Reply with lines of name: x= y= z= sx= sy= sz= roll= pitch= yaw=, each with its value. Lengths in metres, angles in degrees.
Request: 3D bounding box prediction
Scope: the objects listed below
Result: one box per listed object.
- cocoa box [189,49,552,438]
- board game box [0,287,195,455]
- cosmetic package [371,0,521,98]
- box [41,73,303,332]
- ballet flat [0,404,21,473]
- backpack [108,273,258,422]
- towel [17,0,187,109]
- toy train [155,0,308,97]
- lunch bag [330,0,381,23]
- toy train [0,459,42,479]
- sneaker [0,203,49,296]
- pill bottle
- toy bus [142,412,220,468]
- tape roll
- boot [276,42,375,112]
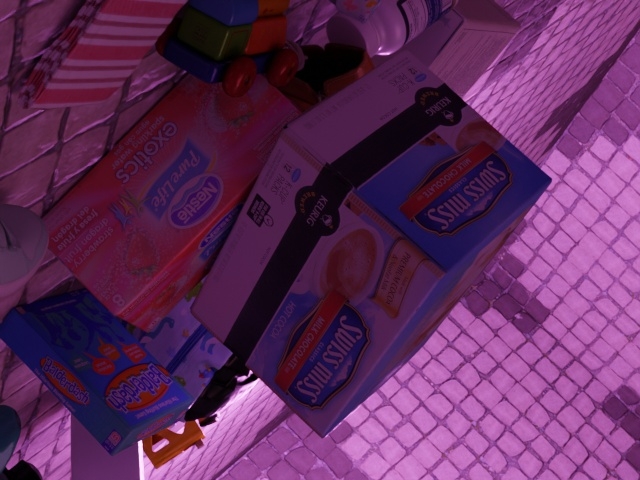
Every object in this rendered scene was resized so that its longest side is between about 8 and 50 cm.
cocoa box: x=0.049 y=0.010 z=1.461 sx=0.231 sy=0.228 sz=0.347 roll=-37 pitch=165 yaw=-42
board game box: x=-0.272 y=0.155 z=1.587 sx=0.047 sy=0.210 sz=0.160 roll=-50 pitch=168 yaw=20
cosmetic package: x=0.165 y=-0.286 z=1.860 sx=0.160 sy=0.113 sz=0.309 roll=-50 pitch=167 yaw=19
box: x=-0.153 y=-0.056 z=1.456 sx=0.300 sy=0.142 sz=0.154 roll=-45 pitch=168 yaw=-4
ballet flat: x=-0.491 y=0.317 z=1.706 sx=0.247 sy=0.083 sz=0.087 roll=-50 pitch=154 yaw=10
backpack: x=-0.164 y=0.128 z=1.856 sx=0.290 sy=0.273 sz=0.355 roll=-45 pitch=-170 yaw=8
towel: x=-0.183 y=-0.197 z=1.173 sx=0.197 sy=0.029 sz=0.144 roll=-48 pitch=169 yaw=18
toy train: x=-0.052 y=-0.241 z=1.327 sx=0.248 sy=0.105 sz=0.143 roll=-25 pitch=143 yaw=-60
lunch bag: x=0.038 y=-0.295 z=1.456 sx=0.071 sy=0.083 sz=0.053 roll=-52 pitch=167 yaw=30
toy train: x=-0.511 y=0.472 z=1.871 sx=0.334 sy=0.190 sz=0.142 roll=-41 pitch=167 yaw=-22
sneaker: x=-0.301 y=-0.027 z=1.166 sx=0.151 sy=0.094 sz=0.256 roll=-53 pitch=168 yaw=20
pill bottle: x=0.089 y=-0.290 z=1.622 sx=0.169 sy=0.094 sz=0.094 roll=-39 pitch=166 yaw=-29
toy bus: x=-0.261 y=0.356 z=2.491 sx=0.202 sy=0.104 sz=0.191 roll=-41 pitch=168 yaw=35
tape roll: x=-0.316 y=0.361 z=1.953 sx=0.100 sy=0.286 sz=0.286 roll=-3 pitch=158 yaw=-8
boot: x=-0.022 y=-0.148 z=1.645 sx=0.220 sy=0.283 sz=0.109 roll=50 pitch=44 yaw=-51
